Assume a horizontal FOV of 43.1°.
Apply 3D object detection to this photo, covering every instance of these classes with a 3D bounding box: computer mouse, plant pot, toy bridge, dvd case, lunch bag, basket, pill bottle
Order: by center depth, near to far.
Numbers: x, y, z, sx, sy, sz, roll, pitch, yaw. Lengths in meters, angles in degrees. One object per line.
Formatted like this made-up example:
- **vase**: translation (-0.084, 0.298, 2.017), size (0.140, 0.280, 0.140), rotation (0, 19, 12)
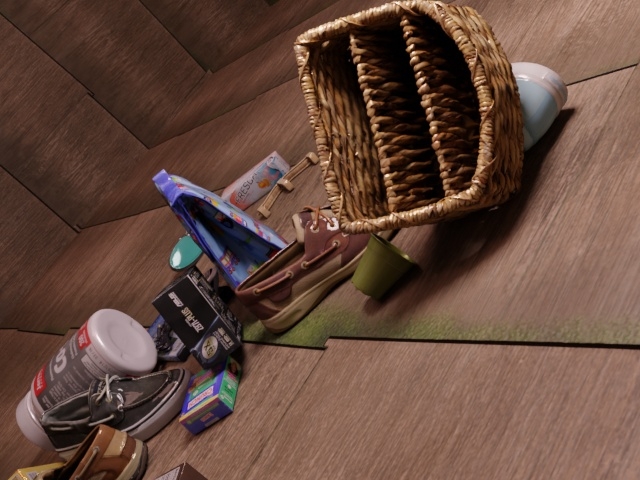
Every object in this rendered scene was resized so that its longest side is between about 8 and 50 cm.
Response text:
- **basket**: translation (0.132, -0.172, 1.108), size (0.223, 0.299, 0.213), rotation (-6, -8, -44)
- **plant pot**: translation (0.087, 0.043, 1.194), size (0.079, 0.083, 0.083), rotation (-56, 20, 8)
- **lunch bag**: translation (-0.191, -0.027, 1.506), size (0.138, 0.293, 0.221), rotation (-46, 21, -2)
- **computer mouse**: translation (-0.259, 0.137, 1.624), size (0.193, 0.042, 0.106), rotation (-48, 16, 7)
- **pill bottle**: translation (-0.475, 0.285, 1.627), size (0.283, 0.161, 0.161), rotation (-44, 21, 17)
- **dvd case**: translation (-0.296, 0.176, 1.702), size (0.253, 0.022, 0.180), rotation (-12, 39, 55)
- **toy bridge**: translation (-0.081, -0.126, 1.846), size (0.188, 0.026, 0.063), rotation (-48, 19, -7)

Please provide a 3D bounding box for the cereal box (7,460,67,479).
- **cereal box**: translation (-0.570, 0.503, 1.462), size (0.240, 0.047, 0.173), rotation (-44, -15, 1)

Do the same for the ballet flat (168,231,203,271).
- **ballet flat**: translation (-0.306, 0.000, 1.986), size (0.074, 0.074, 0.203), rotation (-11, 46, 55)

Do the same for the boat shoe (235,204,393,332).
- **boat shoe**: translation (0.000, 0.000, 1.346), size (0.342, 0.123, 0.123), rotation (-43, 22, 7)

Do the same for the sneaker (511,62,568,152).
- **sneaker**: translation (0.204, -0.176, 1.281), size (0.366, 0.135, 0.150), rotation (-11, 37, 56)

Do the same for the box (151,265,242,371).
- **box**: translation (-0.207, 0.129, 1.391), size (0.077, 0.147, 0.180), rotation (-37, 6, -2)

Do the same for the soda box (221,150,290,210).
- **soda box**: translation (-0.160, -0.136, 1.961), size (0.183, 0.058, 0.063), rotation (-35, 24, 26)

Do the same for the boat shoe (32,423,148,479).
- **boat shoe**: translation (-0.438, 0.434, 1.367), size (0.324, 0.120, 0.122), rotation (-45, 22, -1)

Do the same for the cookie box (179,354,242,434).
- **cookie box**: translation (-0.180, 0.252, 1.334), size (0.092, 0.040, 0.107), rotation (-35, 25, 22)

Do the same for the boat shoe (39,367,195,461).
- **boat shoe**: translation (-0.380, 0.306, 1.474), size (0.335, 0.119, 0.121), rotation (-29, 24, 19)

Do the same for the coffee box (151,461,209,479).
- **coffee box**: translation (-0.213, 0.395, 1.010), size (0.246, 0.141, 0.098), rotation (-33, 25, 27)
